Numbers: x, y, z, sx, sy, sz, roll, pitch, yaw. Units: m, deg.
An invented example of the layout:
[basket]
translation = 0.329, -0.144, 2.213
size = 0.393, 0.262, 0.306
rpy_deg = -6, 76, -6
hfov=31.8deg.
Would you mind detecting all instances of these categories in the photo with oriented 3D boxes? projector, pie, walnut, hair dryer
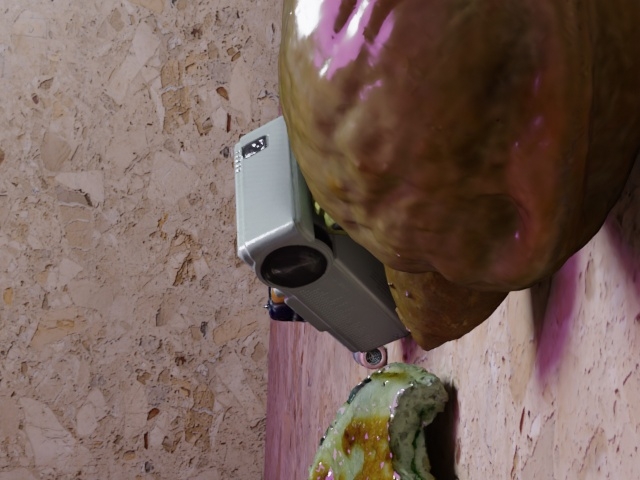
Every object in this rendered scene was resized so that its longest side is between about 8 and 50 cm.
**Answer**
[projector]
translation = 0.000, 0.000, 1.329
size = 0.256, 0.099, 0.192
rpy_deg = 44, -151, -43
[pie]
translation = 0.058, 0.277, 1.173
size = 0.302, 0.066, 0.303
rpy_deg = -169, 90, -68
[walnut]
translation = 0.088, -0.096, 0.658
size = 0.283, 0.227, 0.283
rpy_deg = 175, 90, -82
[hair dryer]
translation = 0.072, 0.116, 1.528
size = 0.063, 0.037, 0.114
rpy_deg = 174, 104, -81

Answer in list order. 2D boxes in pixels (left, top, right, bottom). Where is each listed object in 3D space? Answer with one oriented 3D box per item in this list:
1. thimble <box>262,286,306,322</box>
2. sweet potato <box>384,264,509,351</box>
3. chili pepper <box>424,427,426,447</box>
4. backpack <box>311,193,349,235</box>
[thimble]
translation = -0.013, 0.011, 1.745
size = 0.237, 0.150, 0.237
rpy_deg = -179, 90, -85
[sweet potato]
translation = 0.115, -0.119, 0.856
size = 0.130, 0.130, 0.423
rpy_deg = -150, 65, -82
[chili pepper]
translation = 0.089, 0.268, 1.251
size = 0.088, 0.059, 0.227
rpy_deg = 161, 113, -63
[backpack]
translation = 0.071, -0.133, 1.173
size = 0.253, 0.140, 0.207
rpy_deg = 115, 155, -53
